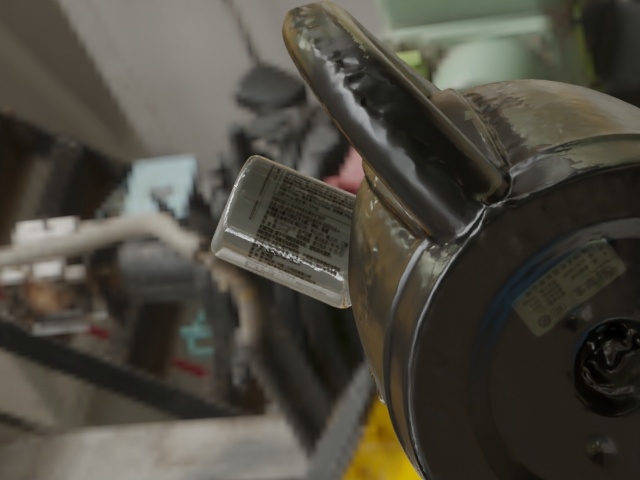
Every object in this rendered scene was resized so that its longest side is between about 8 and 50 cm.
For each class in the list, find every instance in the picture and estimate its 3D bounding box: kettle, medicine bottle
[{"bbox_3d":[0.094,-0.010,1.099,0.321,0.228,0.324,42,-173,-20],"label":"kettle"},{"bbox_3d":[0.000,0.000,1.378,0.079,0.140,0.079,-158,90,-89],"label":"medicine bottle"}]

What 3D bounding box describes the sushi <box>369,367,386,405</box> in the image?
[{"bbox_3d":[0.126,0.108,1.839,0.153,0.150,0.172,-101,23,-73],"label":"sushi"}]
